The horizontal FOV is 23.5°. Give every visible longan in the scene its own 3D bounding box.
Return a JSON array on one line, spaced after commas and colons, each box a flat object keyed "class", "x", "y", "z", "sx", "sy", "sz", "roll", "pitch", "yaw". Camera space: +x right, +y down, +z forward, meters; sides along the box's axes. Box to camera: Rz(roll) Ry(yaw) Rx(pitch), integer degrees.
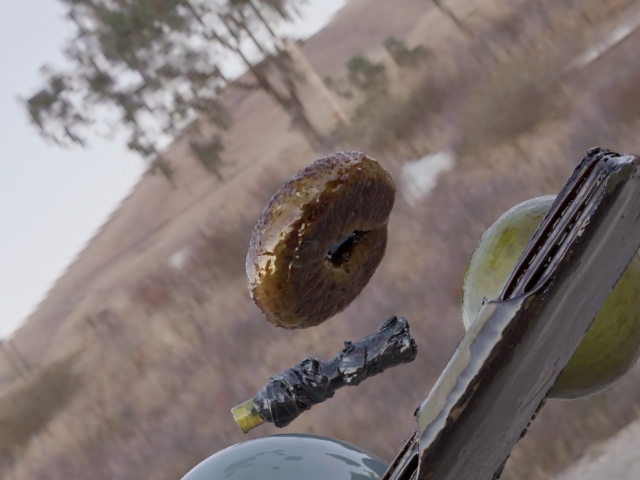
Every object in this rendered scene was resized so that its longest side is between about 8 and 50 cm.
[{"class": "longan", "x": 0.180, "y": 0.036, "z": 1.146, "sx": 0.176, "sy": 0.145, "sz": 0.155, "roll": -58, "pitch": -3, "yaw": -30}]

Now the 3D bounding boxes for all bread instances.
[{"class": "bread", "x": 0.000, "y": 0.000, "z": 1.500, "sx": 0.193, "sy": 0.064, "sz": 0.193, "roll": -33, "pitch": -41, "yaw": -34}]

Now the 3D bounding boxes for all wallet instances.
[{"class": "wallet", "x": 0.089, "y": 0.059, "z": 0.728, "sx": 0.232, "sy": 0.031, "sz": 0.122, "roll": -58, "pitch": -25, "yaw": 9}]

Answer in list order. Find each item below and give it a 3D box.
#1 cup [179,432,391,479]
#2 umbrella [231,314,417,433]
[{"class": "cup", "x": -0.013, "y": 0.280, "z": 0.927, "sx": 0.205, "sy": 0.205, "sz": 0.312, "roll": -38, "pitch": 33, "yaw": 31}, {"class": "umbrella", "x": 0.003, "y": 0.099, "z": 1.111, "sx": 0.144, "sy": 0.037, "sz": 0.040, "roll": -27, "pitch": -45, "yaw": 2}]
